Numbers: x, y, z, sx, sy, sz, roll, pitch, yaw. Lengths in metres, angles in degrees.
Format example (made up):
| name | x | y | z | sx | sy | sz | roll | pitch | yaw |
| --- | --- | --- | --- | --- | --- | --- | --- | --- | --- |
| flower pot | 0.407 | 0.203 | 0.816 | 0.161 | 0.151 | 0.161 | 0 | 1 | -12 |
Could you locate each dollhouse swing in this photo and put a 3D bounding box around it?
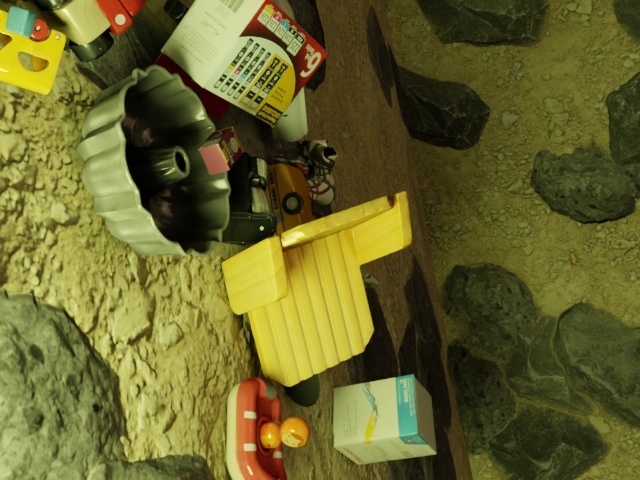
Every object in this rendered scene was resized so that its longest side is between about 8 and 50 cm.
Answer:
| name | x | y | z | sx | sy | sz | roll | pitch | yaw |
| --- | --- | --- | --- | --- | --- | --- | --- | --- | --- |
| dollhouse swing | 0.026 | 0.115 | 1.487 | 0.347 | 0.315 | 0.304 | -19 | 87 | -33 |

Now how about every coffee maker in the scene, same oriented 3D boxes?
| name | x | y | z | sx | sy | sz | roll | pitch | yaw |
| --- | --- | --- | --- | --- | --- | --- | --- | --- | --- |
| coffee maker | -0.179 | -0.093 | 1.459 | 0.171 | 0.120 | 0.178 | 19 | 42 | -34 |

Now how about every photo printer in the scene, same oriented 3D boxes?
| name | x | y | z | sx | sy | sz | roll | pitch | yaw |
| --- | --- | --- | --- | --- | --- | --- | --- | --- | --- |
| photo printer | -0.098 | -0.426 | 1.759 | 0.307 | 0.107 | 0.255 | 85 | -4 | -66 |

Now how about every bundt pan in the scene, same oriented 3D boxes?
| name | x | y | z | sx | sy | sz | roll | pitch | yaw |
| --- | --- | --- | --- | --- | --- | --- | --- | --- | --- |
| bundt pan | -0.286 | -0.122 | 1.214 | 0.331 | 0.124 | 0.330 | -11 | 90 | -70 |

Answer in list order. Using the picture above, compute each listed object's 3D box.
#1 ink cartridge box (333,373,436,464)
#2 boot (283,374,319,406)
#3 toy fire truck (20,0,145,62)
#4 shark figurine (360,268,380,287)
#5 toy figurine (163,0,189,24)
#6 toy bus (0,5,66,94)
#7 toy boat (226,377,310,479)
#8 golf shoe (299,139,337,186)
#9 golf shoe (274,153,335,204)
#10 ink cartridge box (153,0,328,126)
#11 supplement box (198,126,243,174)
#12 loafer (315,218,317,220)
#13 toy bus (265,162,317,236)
| name | x | y | z | sx | sy | sz | roll | pitch | yaw |
| --- | --- | --- | --- | --- | --- | --- | --- | --- | --- |
| ink cartridge box | 0.169 | 0.482 | 1.912 | 0.171 | 0.233 | 0.168 | 53 | 30 | -48 |
| boot | -0.025 | 0.250 | 1.737 | 0.229 | 0.091 | 0.262 | -13 | 89 | -69 |
| toy fire truck | -0.307 | -0.385 | 1.057 | 0.246 | 0.217 | 0.158 | -45 | 134 | -12 |
| shark figurine | 0.061 | 0.063 | 2.109 | 0.278 | 0.166 | 0.116 | -105 | -165 | -49 |
| toy figurine | -0.220 | -0.536 | 1.507 | 0.148 | 0.210 | 0.212 | 27 | 54 | -72 |
| toy bus | -0.435 | -0.255 | 0.917 | 0.191 | 0.202 | 0.104 | -4 | 113 | -76 |
| toy boat | -0.091 | 0.382 | 1.397 | 0.151 | 0.151 | 0.230 | 42 | 41 | -57 |
| golf shoe | 0.015 | -0.222 | 2.112 | 0.198 | 0.094 | 0.077 | 55 | 29 | -50 |
| golf shoe | -0.052 | -0.132 | 1.911 | 0.273 | 0.105 | 0.120 | 31 | 67 | -57 |
| ink cartridge box | -0.162 | -0.352 | 1.445 | 0.130 | 0.271 | 0.309 | 42 | 11 | 20 |
| supplement box | -0.178 | -0.162 | 1.285 | 0.083 | 0.043 | 0.054 | -68 | 141 | -56 |
| loafer | 0.000 | 0.000 | 1.950 | 0.078 | 0.076 | 0.223 | 60 | 10 | 23 |
| toy bus | -0.074 | -0.013 | 1.701 | 0.108 | 0.130 | 0.332 | 7 | 72 | -69 |
